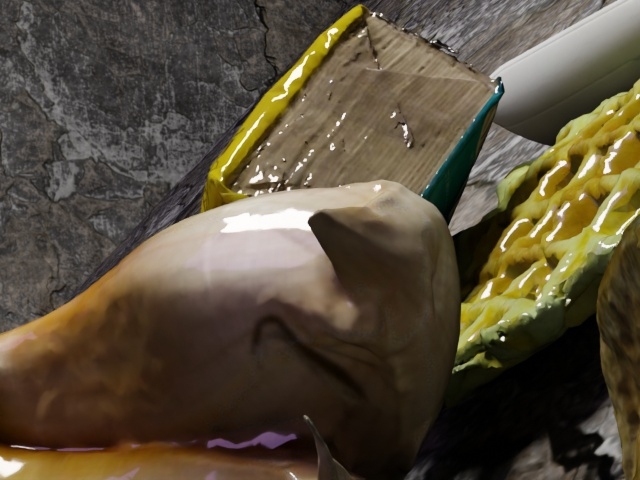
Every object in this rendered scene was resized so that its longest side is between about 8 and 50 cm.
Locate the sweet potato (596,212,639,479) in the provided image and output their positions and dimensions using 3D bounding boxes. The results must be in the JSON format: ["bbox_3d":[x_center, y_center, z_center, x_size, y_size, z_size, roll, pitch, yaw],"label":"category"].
[{"bbox_3d":[0.218,-0.009,0.548,0.370,0.158,0.158,-39,9,-14],"label":"sweet potato"}]

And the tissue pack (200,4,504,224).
[{"bbox_3d":[0.000,0.000,1.111,0.192,0.134,0.271,-51,-12,-33],"label":"tissue pack"}]

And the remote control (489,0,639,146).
[{"bbox_3d":[0.232,-0.123,1.113,0.313,0.109,0.055,-27,57,57],"label":"remote control"}]

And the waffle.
[{"bbox_3d":[0.153,-0.009,0.980,0.297,0.073,0.317,-39,9,28],"label":"waffle"}]

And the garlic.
[{"bbox_3d":[-0.061,0.108,0.828,0.313,0.249,0.286,-14,31,27],"label":"garlic"}]
